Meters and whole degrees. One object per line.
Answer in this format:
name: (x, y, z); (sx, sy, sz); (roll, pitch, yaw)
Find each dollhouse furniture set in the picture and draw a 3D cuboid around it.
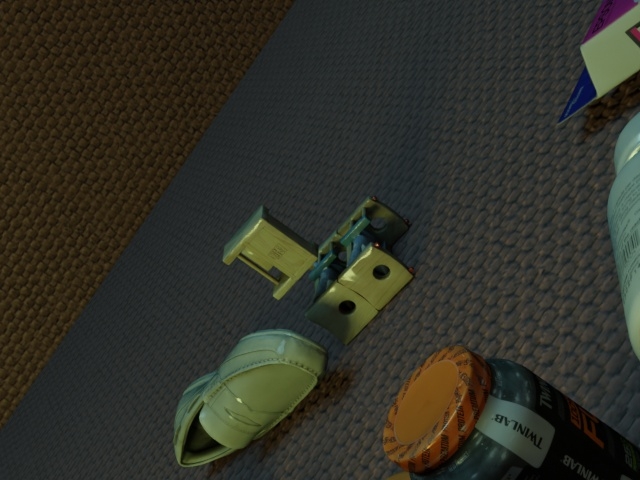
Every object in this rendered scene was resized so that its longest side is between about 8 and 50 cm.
dollhouse furniture set: (0.000, 0.000, 1.568); (0.129, 0.184, 0.129); (-47, 19, 23)

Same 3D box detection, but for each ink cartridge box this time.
ink cartridge box: (0.364, -0.264, 1.287); (0.371, 0.069, 0.175); (-39, 13, 45)

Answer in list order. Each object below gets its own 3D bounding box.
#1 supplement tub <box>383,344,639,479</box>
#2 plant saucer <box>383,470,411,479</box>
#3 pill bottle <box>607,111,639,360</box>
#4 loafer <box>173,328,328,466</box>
supplement tub: (0.144, 0.159, 0.916); (0.117, 0.190, 0.117); (-46, 20, 23)
plant saucer: (0.059, 0.279, 1.164); (0.200, 0.037, 0.200); (-48, 19, 22)
pill bottle: (0.278, -0.006, 0.968); (0.131, 0.131, 0.229); (-45, 21, 29)
loafer: (-0.088, 0.195, 1.585); (0.319, 0.112, 0.111); (-43, 25, 54)
